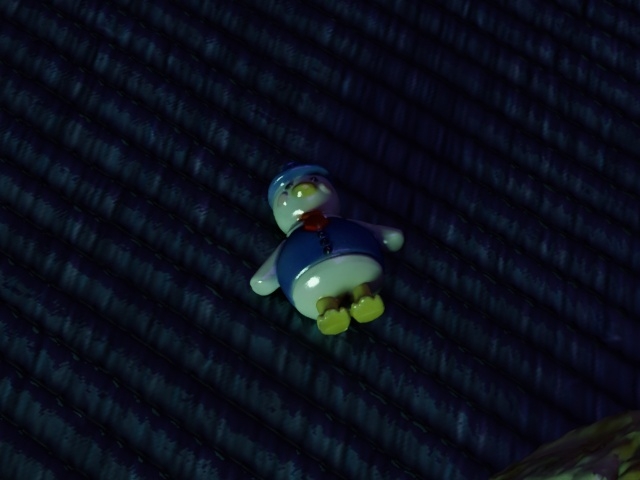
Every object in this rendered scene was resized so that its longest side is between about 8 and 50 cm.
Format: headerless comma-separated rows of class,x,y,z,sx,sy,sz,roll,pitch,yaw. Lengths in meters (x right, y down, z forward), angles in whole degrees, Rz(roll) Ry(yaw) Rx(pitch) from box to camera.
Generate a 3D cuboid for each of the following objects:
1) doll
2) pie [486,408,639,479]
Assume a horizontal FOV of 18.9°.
doll,0.000,0.000,1.181,0.099,0.057,0.143,-17,46,-3
pie,0.092,0.216,0.852,0.077,0.339,0.339,36,44,-22
